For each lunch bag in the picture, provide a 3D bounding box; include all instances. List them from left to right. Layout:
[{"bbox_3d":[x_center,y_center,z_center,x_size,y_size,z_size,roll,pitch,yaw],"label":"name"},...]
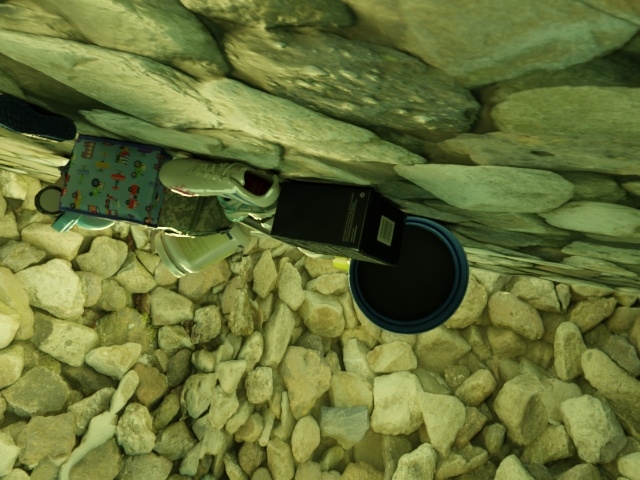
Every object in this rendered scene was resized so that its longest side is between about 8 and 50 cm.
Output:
[{"bbox_3d":[-0.593,-0.169,1.563,0.293,0.221,0.138,11,176,0],"label":"lunch bag"},{"bbox_3d":[-0.463,-0.116,1.928,0.256,0.212,0.305,16,174,-44],"label":"lunch bag"}]

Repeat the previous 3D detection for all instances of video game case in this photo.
[{"bbox_3d":[-0.194,-0.066,2.153,0.300,0.036,0.329,26,-170,5],"label":"video game case"}]

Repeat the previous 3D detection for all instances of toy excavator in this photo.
[{"bbox_3d":[-0.791,-0.145,2.145,0.445,0.433,0.222,45,161,-23],"label":"toy excavator"}]

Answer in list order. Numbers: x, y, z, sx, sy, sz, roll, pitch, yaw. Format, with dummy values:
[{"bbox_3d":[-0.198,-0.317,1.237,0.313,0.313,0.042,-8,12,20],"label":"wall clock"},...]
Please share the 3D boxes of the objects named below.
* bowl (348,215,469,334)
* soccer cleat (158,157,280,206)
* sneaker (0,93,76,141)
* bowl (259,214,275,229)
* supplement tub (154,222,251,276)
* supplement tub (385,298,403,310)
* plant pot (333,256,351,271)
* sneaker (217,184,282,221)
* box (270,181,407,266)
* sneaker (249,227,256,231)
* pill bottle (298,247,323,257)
[{"bbox_3d":[0.286,0.112,1.834,0.391,0.391,0.077,12,-175,-1],"label":"bowl"},{"bbox_3d":[-0.269,-0.176,1.516,0.331,0.116,0.143,10,160,-12],"label":"soccer cleat"},{"bbox_3d":[-0.707,-0.283,1.331,0.090,0.081,0.232,1,172,28],"label":"sneaker"},{"bbox_3d":[-0.124,-0.088,1.781,0.053,0.142,0.142,55,-175,-22],"label":"bowl"},{"bbox_3d":[-0.465,-0.016,2.219,0.325,0.235,0.235,-29,169,6],"label":"supplement tub"},{"bbox_3d":[0.274,0.092,2.001,0.228,0.316,0.228,12,177,1],"label":"supplement tub"},{"bbox_3d":[0.193,0.050,2.361,0.207,0.228,0.227,22,172,-24],"label":"plant pot"},{"bbox_3d":[-0.220,-0.136,1.758,0.283,0.110,0.122,-10,128,35],"label":"sneaker"},{"bbox_3d":[0.060,-0.048,1.662,0.294,0.182,0.296,8,173,30],"label":"box"},{"bbox_3d":[-0.295,-0.086,2.413,0.366,0.135,0.150,13,172,-7],"label":"sneaker"},{"bbox_3d":[0.000,0.000,2.463,0.160,0.160,0.283,10,179,20],"label":"pill bottle"}]
